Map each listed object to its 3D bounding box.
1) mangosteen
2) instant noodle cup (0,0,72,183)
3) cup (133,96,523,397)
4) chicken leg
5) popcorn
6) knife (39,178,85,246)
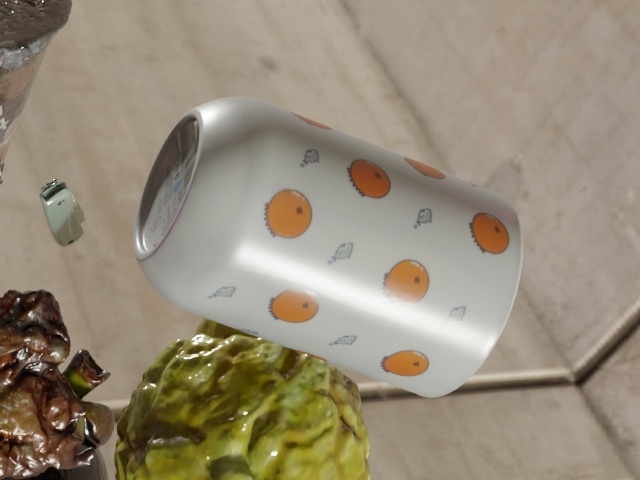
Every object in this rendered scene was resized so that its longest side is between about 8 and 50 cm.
[{"bbox_3d":[-0.365,0.266,1.579,0.287,0.288,0.233,-54,-127,39],"label":"mangosteen"},{"bbox_3d":[-0.355,-0.159,1.194,0.217,0.218,0.207,60,-41,35],"label":"instant noodle cup"},{"bbox_3d":[0.000,0.000,1.219,0.212,0.317,0.212,-47,-148,41],"label":"cup"},{"bbox_3d":[-0.300,0.194,1.126,0.322,0.177,0.083,-60,-160,-11],"label":"chicken leg"},{"bbox_3d":[-0.077,0.226,1.383,0.282,0.247,0.282,22,-49,29],"label":"popcorn"},{"bbox_3d":[-0.287,-0.030,1.465,0.023,0.044,0.162,53,-14,12],"label":"knife"}]
